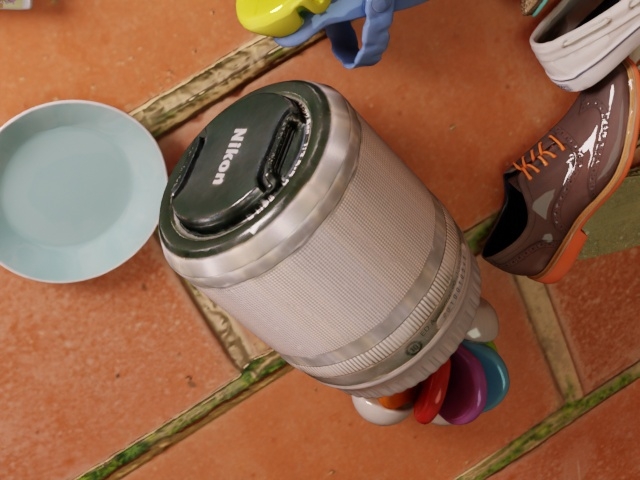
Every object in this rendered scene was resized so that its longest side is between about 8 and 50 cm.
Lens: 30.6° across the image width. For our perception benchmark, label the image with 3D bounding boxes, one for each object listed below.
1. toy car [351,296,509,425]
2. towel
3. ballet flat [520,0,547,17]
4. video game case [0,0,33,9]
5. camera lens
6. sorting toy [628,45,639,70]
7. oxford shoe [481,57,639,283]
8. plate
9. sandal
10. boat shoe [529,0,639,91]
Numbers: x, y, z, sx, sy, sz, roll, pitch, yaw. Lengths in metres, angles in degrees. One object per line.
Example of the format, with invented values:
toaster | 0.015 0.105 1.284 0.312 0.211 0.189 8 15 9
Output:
toy car | 0.132 0.148 1.310 0.182 0.136 0.159 5 113 -27
towel | 0.360 -0.037 1.386 0.148 0.027 0.110 -16 122 -18
ballet flat | 0.247 -0.322 1.166 0.067 0.073 0.206 35 96 -7
video game case | -0.324 -0.291 0.929 0.193 0.023 0.212 -3 116 -24
camera lens | 0.000 0.000 1.116 0.219 0.219 0.274 -45 125 3
sorting toy | 0.364 -0.218 1.284 0.083 0.045 0.075 -16 129 -17
oxford shoe | 0.263 -0.077 1.279 0.098 0.097 0.271 12 111 -23
plate | -0.237 -0.047 1.101 0.188 0.024 0.188 -11 119 -19
sandal | 0.074 -0.276 1.074 0.317 0.126 0.138 -40 129 9
boat shoe | 0.324 -0.267 1.204 0.258 0.095 0.084 -48 130 3
